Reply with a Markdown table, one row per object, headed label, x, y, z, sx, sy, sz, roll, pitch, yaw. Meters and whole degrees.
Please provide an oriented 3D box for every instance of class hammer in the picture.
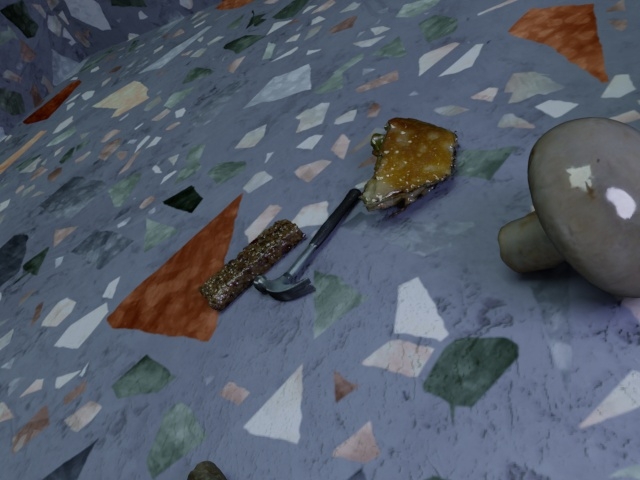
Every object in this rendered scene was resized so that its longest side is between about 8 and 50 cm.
| label | x | y | z | sx | sy | sz | roll | pitch | yaw |
| --- | --- | --- | --- | --- | --- | --- | --- | --- | --- |
| hammer | 0.000 | 0.000 | 0.940 | 0.103 | 0.029 | 0.246 | 13 | 54 | 44 |

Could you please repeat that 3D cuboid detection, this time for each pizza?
| label | x | y | z | sx | sy | sz | roll | pitch | yaw |
| --- | --- | --- | --- | --- | --- | --- | --- | --- | --- |
| pizza | 0.148 | -0.117 | 0.941 | 0.147 | 0.069 | 0.226 | 5 | 50 | 11 |

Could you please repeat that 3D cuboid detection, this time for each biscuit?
| label | x | y | z | sx | sy | sz | roll | pitch | yaw |
| --- | --- | --- | --- | --- | --- | --- | --- | --- | --- |
| biscuit | -0.117 | 0.038 | 0.972 | 0.199 | 0.034 | 0.064 | -41 | 36 | -13 |

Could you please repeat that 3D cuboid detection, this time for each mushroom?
| label | x | y | z | sx | sy | sz | roll | pitch | yaw |
| --- | --- | --- | --- | --- | --- | --- | --- | --- | --- |
| mushroom | 0.290 | -0.034 | 0.630 | 0.209 | 0.206 | 0.206 | -9 | 42 | 28 |

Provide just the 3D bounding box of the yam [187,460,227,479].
| label | x | y | z | sx | sy | sz | roll | pitch | yaw |
| --- | --- | --- | --- | --- | --- | --- | --- | --- | --- |
| yam | -0.076 | 0.330 | 0.588 | 0.061 | 0.061 | 0.274 | -42 | 36 | -13 |
